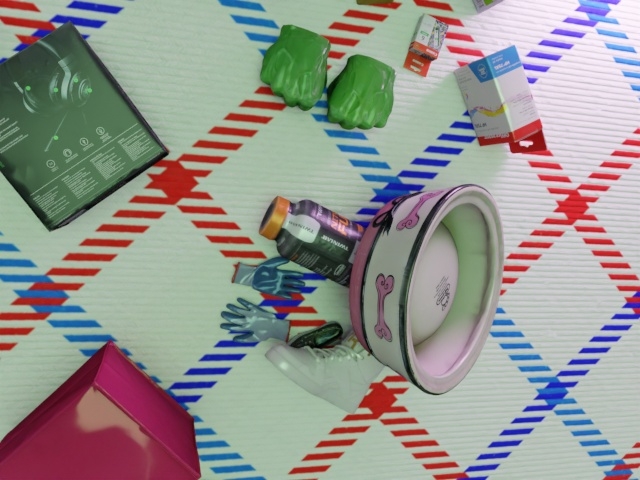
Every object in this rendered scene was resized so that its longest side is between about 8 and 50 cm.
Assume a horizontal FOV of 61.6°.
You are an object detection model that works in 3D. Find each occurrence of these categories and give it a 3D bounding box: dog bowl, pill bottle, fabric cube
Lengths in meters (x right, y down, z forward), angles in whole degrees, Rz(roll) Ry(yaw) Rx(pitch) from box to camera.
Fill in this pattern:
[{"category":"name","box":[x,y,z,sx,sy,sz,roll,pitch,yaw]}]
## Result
[{"category":"dog bowl","box":[0.214,0.084,1.069,0.408,0.150,0.408,-15,110,-48]},{"category":"pill bottle","box":[0.000,0.000,1.095,0.245,0.130,0.130,26,89,-16]},{"category":"fabric cube","box":[-0.402,0.382,0.969,0.258,0.259,0.254,-44,104,-8]}]

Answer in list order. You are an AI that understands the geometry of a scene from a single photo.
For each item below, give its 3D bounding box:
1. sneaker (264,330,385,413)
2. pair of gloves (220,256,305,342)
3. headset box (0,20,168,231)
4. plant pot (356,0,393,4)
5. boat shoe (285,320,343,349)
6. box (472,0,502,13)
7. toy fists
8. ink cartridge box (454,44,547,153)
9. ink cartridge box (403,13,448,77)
[{"category":"sneaker","box":[0.024,0.237,1.112,0.169,0.108,0.292,-53,132,-3]},{"category":"pair of gloves","box":[-0.120,0.125,1.134,0.159,0.023,0.198,14,94,-17]},{"category":"headset box","box":[-0.456,-0.203,0.952,0.246,0.131,0.283,-38,104,-7]},{"category":"plant pot","box":[0.121,-0.535,1.090,0.081,0.083,0.081,-9,98,-14]},{"category":"boat shoe","box":[-0.015,0.217,1.161,0.142,0.040,0.049,-28,103,-10]},{"category":"box","box":[0.362,-0.627,1.066,0.127,0.231,0.262,-32,102,-9]},{"category":"toy fists","box":[0.016,-0.312,1.085,0.279,0.096,0.142,19,81,-14]},{"category":"ink cartridge box","box":[0.389,-0.285,1.161,0.078,0.134,0.231,-26,101,-11]},{"category":"ink cartridge box","box":[0.227,-0.419,1.158,0.063,0.029,0.115,19,91,-16]}]
